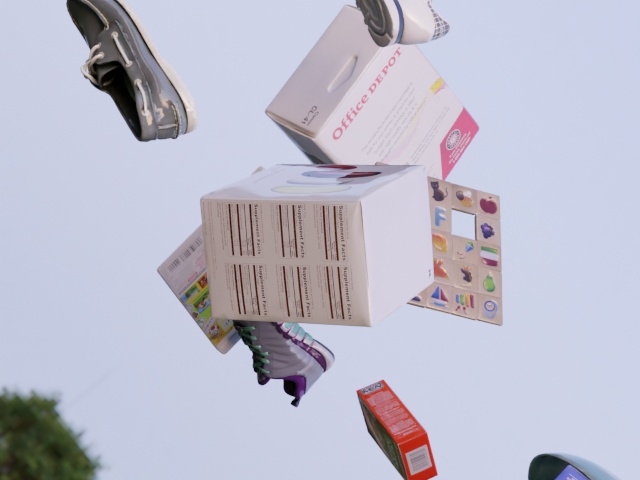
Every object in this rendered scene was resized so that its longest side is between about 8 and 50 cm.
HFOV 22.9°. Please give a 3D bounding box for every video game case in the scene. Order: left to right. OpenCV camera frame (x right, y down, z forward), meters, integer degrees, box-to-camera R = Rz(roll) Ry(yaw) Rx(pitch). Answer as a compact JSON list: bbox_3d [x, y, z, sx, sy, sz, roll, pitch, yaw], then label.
[{"bbox_3d":[-0.113,0.026,2.315,0.206,0.227,0.026,48,3,42],"label":"video game case"}]

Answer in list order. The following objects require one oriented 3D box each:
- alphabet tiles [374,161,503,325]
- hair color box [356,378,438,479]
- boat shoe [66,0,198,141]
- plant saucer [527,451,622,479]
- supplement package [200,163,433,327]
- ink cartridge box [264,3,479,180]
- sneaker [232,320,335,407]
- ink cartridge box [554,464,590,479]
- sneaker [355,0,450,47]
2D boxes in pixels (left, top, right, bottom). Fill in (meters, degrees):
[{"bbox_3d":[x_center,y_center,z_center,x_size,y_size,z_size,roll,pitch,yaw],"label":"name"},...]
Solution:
[{"bbox_3d":[0.141,0.000,2.114,0.237,0.198,0.009,14,-29,-23],"label":"alphabet tiles"},{"bbox_3d":[0.096,0.241,1.990,0.141,0.043,0.072,-131,-158,-60],"label":"hair color box"},{"bbox_3d":[-0.309,-0.272,2.397,0.319,0.099,0.116,51,-30,22],"label":"boat shoe"},{"bbox_3d":[0.342,0.367,1.762,0.317,0.044,0.317,54,-16,24],"label":"plant saucer"},{"bbox_3d":[0.000,0.000,1.831,0.203,0.194,0.149,2,-75,25],"label":"supplement package"},{"bbox_3d":[0.087,-0.184,2.456,0.131,0.226,0.306,28,-12,43],"label":"ink cartridge box"},{"bbox_3d":[-0.077,0.145,2.205,0.224,0.098,0.083,40,-14,-29],"label":"sneaker"},{"bbox_3d":[0.245,0.284,1.412,0.097,0.046,0.207,37,-20,27],"label":"ink cartridge box"},{"bbox_3d":[0.091,-0.350,2.072,0.090,0.095,0.235,114,-37,-57],"label":"sneaker"}]
